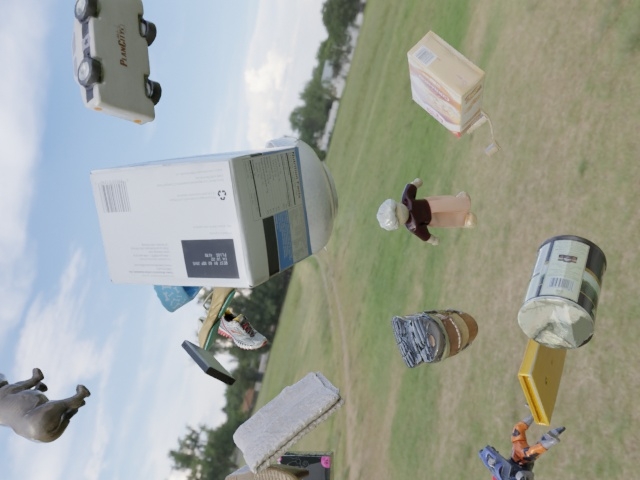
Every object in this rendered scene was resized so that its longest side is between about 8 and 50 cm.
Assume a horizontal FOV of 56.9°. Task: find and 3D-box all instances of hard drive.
[{"bbox_3d":[-0.271,0.295,1.423,0.022,0.094,0.135,-53,43,-6],"label":"hard drive"}]

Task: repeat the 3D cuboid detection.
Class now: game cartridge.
[{"bbox_3d":[0.743,0.399,1.961,0.324,0.052,0.285,-59,-47,-37],"label":"game cartridge"}]

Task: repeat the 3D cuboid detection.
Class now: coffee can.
[{"bbox_3d":[0.704,0.147,1.715,0.275,0.201,0.202,-55,-12,-40],"label":"coffee can"}]

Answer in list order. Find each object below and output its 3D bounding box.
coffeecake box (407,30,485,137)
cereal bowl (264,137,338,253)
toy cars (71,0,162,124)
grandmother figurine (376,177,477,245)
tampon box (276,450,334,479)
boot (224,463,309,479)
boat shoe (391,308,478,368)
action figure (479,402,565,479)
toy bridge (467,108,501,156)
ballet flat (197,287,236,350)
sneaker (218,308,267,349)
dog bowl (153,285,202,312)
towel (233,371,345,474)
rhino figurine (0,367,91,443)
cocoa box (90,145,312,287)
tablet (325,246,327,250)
[{"bbox_3d":[0.252,-0.308,1.186,0.068,0.142,0.185,-44,-19,-2],"label":"coffeecake box"},{"bbox_3d":[-0.044,-0.125,1.627,0.339,0.141,0.339,165,90,-76],"label":"cereal bowl"},{"bbox_3d":[-0.330,-0.310,0.727,0.087,0.394,0.176,-23,19,36],"label":"toy cars"},{"bbox_3d":[0.309,-0.089,1.764,0.104,0.342,0.208,-45,59,51],"label":"grandmother figurine"},{"bbox_3d":[-0.044,0.703,1.779,0.101,0.161,0.121,51,-143,-76],"label":"tampon box"},{"bbox_3d":[-0.095,0.598,1.498,0.206,0.248,0.090,11,-108,-50],"label":"boot"},{"bbox_3d":[0.244,0.207,1.275,0.324,0.119,0.123,141,114,-79],"label":"boat shoe"},{"bbox_3d":[0.717,0.779,2.016,0.330,0.178,0.341,-67,23,13],"label":"action figure"},{"bbox_3d":[0.384,-0.288,1.450,0.063,0.188,0.026,-39,20,28],"label":"toy bridge"},{"bbox_3d":[-0.326,0.226,1.769,0.232,0.073,0.080,-64,-8,11],"label":"ballet flat"},{"bbox_3d":[-0.293,0.329,2.181,0.088,0.225,0.093,-26,-46,-57],"label":"sneaker"},{"bbox_3d":[-0.424,0.107,1.783,0.297,0.074,0.166,-84,-26,-79],"label":"dog bowl"},{"bbox_3d":[-0.082,0.441,1.469,0.282,0.049,0.187,-37,18,-13],"label":"towel"},{"bbox_3d":[-0.507,0.270,0.994,0.106,0.243,0.073,-52,-37,-47],"label":"rhino figurine"},{"bbox_3d":[-0.225,-0.049,1.149,0.228,0.347,0.232,-26,-68,-58],"label":"cocoa box"},{"bbox_3d":[0.000,0.000,1.859,0.006,0.054,0.083,-35,18,0],"label":"tablet"}]
